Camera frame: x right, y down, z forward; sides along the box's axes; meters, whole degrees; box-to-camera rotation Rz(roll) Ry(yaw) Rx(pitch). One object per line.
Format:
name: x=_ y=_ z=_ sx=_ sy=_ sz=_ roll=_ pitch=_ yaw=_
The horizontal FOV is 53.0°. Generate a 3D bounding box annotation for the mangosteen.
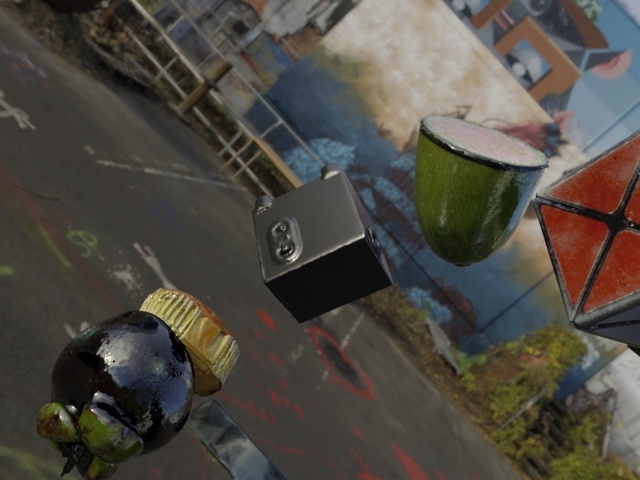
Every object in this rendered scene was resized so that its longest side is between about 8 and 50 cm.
mangosteen: x=-0.295 y=0.225 z=0.933 sx=0.243 sy=0.243 sz=0.243 roll=47 pitch=8 yaw=-8

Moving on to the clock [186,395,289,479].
clock: x=-0.127 y=0.473 z=1.301 sx=0.386 sy=0.076 sz=0.386 roll=42 pitch=-17 yaw=16

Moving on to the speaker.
speaker: x=0.000 y=0.000 z=1.375 sx=0.253 sy=0.232 sz=0.184 roll=-104 pitch=166 yaw=-45

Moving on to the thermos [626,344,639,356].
thermos: x=0.688 y=0.165 z=1.366 sx=0.265 sy=0.146 sz=0.176 roll=-137 pitch=-138 yaw=-65

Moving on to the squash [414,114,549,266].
squash: x=0.333 y=-0.100 z=1.517 sx=0.311 sy=0.308 sz=0.310 roll=13 pitch=28 yaw=-7

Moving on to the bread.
bread: x=-0.230 y=0.169 z=1.105 sx=0.190 sy=0.132 sz=0.114 roll=46 pitch=47 yaw=-21

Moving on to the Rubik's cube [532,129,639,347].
Rubik's cube: x=0.529 y=0.007 z=1.002 sx=0.260 sy=0.255 sz=0.259 roll=19 pitch=53 yaw=-31
